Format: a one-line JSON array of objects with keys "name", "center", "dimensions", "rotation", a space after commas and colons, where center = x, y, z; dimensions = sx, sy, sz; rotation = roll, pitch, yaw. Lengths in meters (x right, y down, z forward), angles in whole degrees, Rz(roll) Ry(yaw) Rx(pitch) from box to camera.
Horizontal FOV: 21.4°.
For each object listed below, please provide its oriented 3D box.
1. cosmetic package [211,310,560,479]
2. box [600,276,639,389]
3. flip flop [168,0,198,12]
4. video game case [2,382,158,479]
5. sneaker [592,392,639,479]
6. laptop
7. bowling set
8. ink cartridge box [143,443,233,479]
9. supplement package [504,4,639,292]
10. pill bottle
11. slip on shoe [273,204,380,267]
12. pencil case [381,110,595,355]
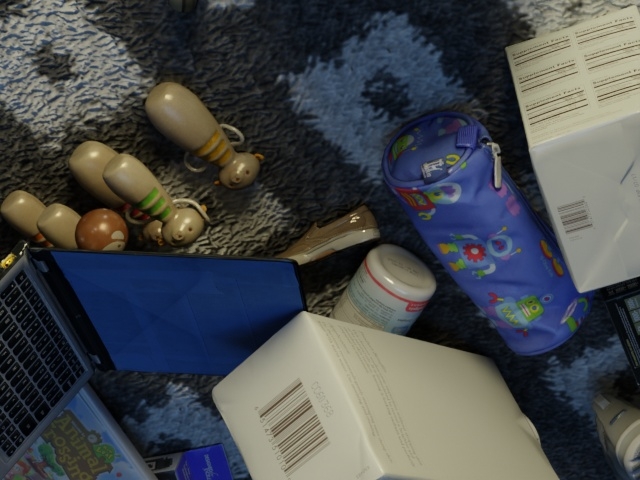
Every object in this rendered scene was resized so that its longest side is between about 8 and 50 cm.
[{"name": "cosmetic package", "center": [0.086, 0.227, 1.862], "dimensions": [0.156, 0.217, 0.385], "rotation": [-41, 146, 22]}, {"name": "box", "center": [0.415, 0.089, 1.952], "dimensions": [0.147, 0.077, 0.180], "rotation": [-21, 123, 12]}, {"name": "flip flop", "center": [-0.140, -0.346, 1.616], "dimensions": [0.080, 0.112, 0.277], "rotation": [13, 130, 6]}, {"name": "video game case", "center": [-0.318, 0.274, 2.049], "dimensions": [0.193, 0.023, 0.212], "rotation": [-30, 104, 17]}, {"name": "sneaker", "center": [0.406, 0.269, 2.075], "dimensions": [0.105, 0.115, 0.281], "rotation": [-36, 140, -5]}, {"name": "laptop", "center": [-0.227, 0.174, 1.778], "dimensions": [0.236, 0.408, 0.382], "rotation": [36, 164, 17]}, {"name": "bowling set", "center": [-0.207, -0.009, 1.791], "dimensions": [0.287, 0.200, 0.154], "rotation": [-32, 122, 23]}, {"name": "ink cartridge box", "center": [-0.201, 0.359, 2.137], "dimensions": [0.208, 0.045, 0.206], "rotation": [-11, 124, 5]}, {"name": "supplement package", "center": [0.294, -0.095, 1.740], "dimensions": [0.149, 0.203, 0.194], "rotation": [-17, 124, 10]}, {"name": "pill bottle", "center": [0.059, 0.088, 1.930], "dimensions": [0.087, 0.087, 0.160], "rotation": [21, 122, -16]}, {"name": "slip on shoe", "center": [0.000, 0.000, 1.896], "dimensions": [0.135, 0.051, 0.041], "rotation": [-21, 84, 21]}, {"name": "pencil case", "center": [0.189, -0.009, 1.846], "dimensions": [0.133, 0.119, 0.306], "rotation": [-14, 129, 35]}]
